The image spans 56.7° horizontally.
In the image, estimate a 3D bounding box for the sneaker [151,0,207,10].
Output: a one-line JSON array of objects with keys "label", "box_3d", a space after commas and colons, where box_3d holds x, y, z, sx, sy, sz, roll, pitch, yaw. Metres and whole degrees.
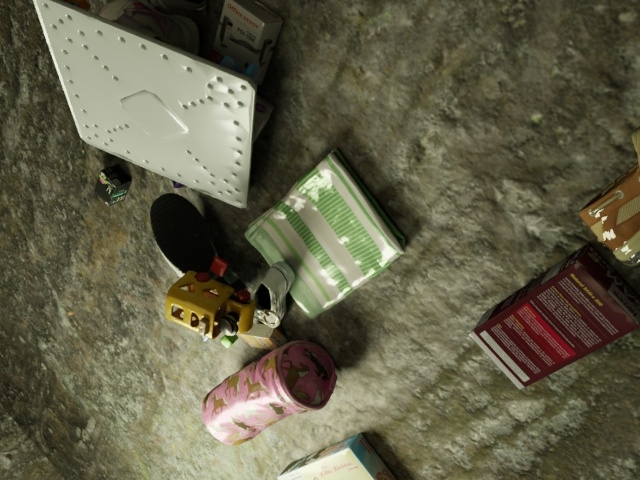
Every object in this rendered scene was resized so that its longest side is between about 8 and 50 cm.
[{"label": "sneaker", "box_3d": [-0.265, -0.506, 1.025, 0.115, 0.105, 0.281, 19, 169, 9]}]

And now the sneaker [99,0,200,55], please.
[{"label": "sneaker", "box_3d": [-0.366, -0.423, 1.189, 0.252, 0.111, 0.103, 22, 125, 27]}]

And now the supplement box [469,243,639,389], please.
[{"label": "supplement box", "box_3d": [0.370, 0.127, 0.948, 0.130, 0.073, 0.239, 48, 133, 5]}]

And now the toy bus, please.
[{"label": "toy bus", "box_3d": [-0.220, 0.149, 1.219, 0.202, 0.104, 0.191, -25, 104, 34]}]

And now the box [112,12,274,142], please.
[{"label": "box", "box_3d": [-0.244, -0.301, 1.109, 0.324, 0.063, 0.067, 31, 133, -11]}]

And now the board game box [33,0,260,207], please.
[{"label": "board game box", "box_3d": [-0.300, -0.246, 1.107, 0.390, 0.050, 0.390, 23, 152, 3]}]

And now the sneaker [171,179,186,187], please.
[{"label": "sneaker", "box_3d": [-0.342, -0.193, 1.320, 0.068, 0.071, 0.170, -33, 91, 43]}]

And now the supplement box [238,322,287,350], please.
[{"label": "supplement box", "box_3d": [-0.136, 0.226, 1.391, 0.098, 0.036, 0.062, 1, 142, 37]}]

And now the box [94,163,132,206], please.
[{"label": "box", "box_3d": [-0.524, -0.138, 1.499, 0.062, 0.052, 0.083, 48, 133, 9]}]

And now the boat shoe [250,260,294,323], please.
[{"label": "boat shoe", "box_3d": [-0.120, 0.126, 1.287, 0.083, 0.076, 0.226, 41, 145, 18]}]

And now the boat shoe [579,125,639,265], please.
[{"label": "boat shoe", "box_3d": [0.446, -0.108, 0.737, 0.120, 0.122, 0.324, 41, 130, 17]}]

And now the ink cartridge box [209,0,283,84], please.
[{"label": "ink cartridge box", "box_3d": [-0.138, -0.365, 1.085, 0.099, 0.056, 0.135, 39, 131, 16]}]

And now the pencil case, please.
[{"label": "pencil case", "box_3d": [-0.126, 0.363, 1.391, 0.386, 0.167, 0.160, -39, 65, 43]}]

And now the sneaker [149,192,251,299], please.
[{"label": "sneaker", "box_3d": [-0.289, 0.049, 1.365, 0.331, 0.122, 0.146, 60, 159, -4]}]

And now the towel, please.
[{"label": "towel", "box_3d": [0.000, 0.000, 1.186, 0.248, 0.038, 0.325, 52, 133, 2]}]

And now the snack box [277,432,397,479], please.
[{"label": "snack box", "box_3d": [0.046, 0.601, 1.450, 0.187, 0.060, 0.322, 52, 133, 2]}]
